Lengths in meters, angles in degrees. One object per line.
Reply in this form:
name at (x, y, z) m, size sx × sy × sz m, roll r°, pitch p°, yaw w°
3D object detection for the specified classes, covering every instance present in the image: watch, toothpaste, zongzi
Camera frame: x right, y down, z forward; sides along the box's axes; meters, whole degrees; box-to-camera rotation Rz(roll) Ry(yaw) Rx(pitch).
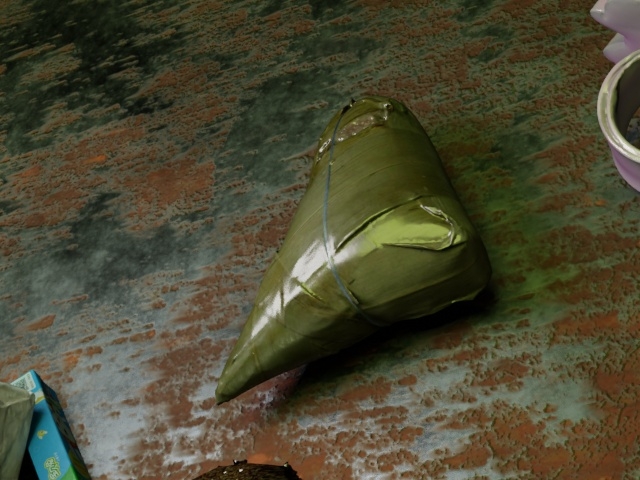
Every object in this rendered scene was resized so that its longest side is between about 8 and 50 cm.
watch at (0.430, -0.177, 1.747) m, size 0.248 × 0.211 × 0.218 m, roll 18°, pitch 73°, yaw 28°
toothpaste at (-0.356, 0.285, 1.879) m, size 0.050 × 0.065 × 0.267 m, roll -32°, pitch 45°, yaw -3°
zongzi at (0.000, 0.000, 1.850) m, size 0.393 × 0.174 × 0.356 m, roll -30°, pitch 41°, yaw 12°

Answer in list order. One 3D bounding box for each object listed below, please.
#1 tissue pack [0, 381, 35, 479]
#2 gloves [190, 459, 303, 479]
tissue pack at (-0.582, 0.303, 1.867) m, size 0.356 × 0.194 × 0.266 m, roll -1°, pitch 70°, yaw 32°
gloves at (-0.143, 0.370, 1.636) m, size 0.210 × 0.135 × 0.312 m, roll 2°, pitch 48°, yaw 54°
